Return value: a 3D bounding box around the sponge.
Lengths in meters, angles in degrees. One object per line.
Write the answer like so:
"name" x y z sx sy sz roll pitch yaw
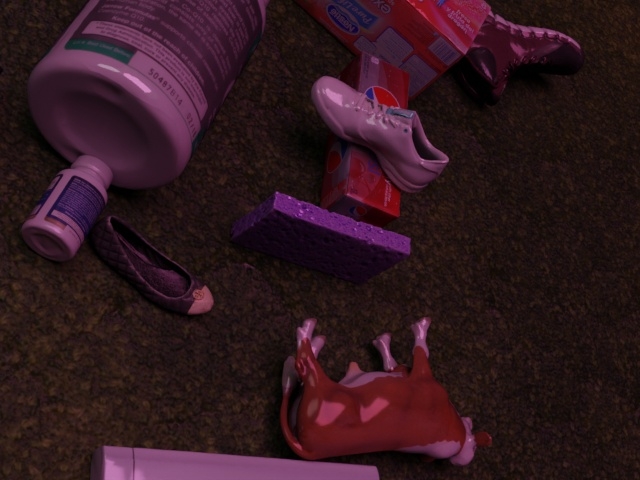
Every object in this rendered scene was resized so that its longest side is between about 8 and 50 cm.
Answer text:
"sponge" 0.000 0.000 1.218 0.210 0.117 0.031 19 59 -26

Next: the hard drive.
"hard drive" -0.083 0.359 1.029 0.353 0.047 0.233 12 61 -30

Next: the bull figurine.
"bull figurine" 0.084 0.201 1.189 0.310 0.101 0.188 5 61 -35

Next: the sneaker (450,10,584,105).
"sneaker" 0.333 -0.295 1.617 0.281 0.106 0.162 13 65 -17

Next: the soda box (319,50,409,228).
"soda box" 0.066 -0.141 1.356 0.092 0.083 0.263 22 57 -23

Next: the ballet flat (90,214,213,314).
"ballet flat" -0.200 0.034 1.109 0.173 0.049 0.057 36 53 -14

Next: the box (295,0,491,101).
"box" 0.097 -0.387 1.458 0.300 0.154 0.142 39 51 -10

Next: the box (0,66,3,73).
"box" -0.432 -0.204 0.976 0.093 0.156 0.158 -45 107 -1

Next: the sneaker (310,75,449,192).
"sneaker" 0.087 -0.161 1.264 0.212 0.094 0.080 39 53 -11

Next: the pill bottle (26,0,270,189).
"pill bottle" -0.191 -0.255 1.160 0.204 0.204 0.361 35 53 -15

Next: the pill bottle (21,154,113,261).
"pill bottle" -0.289 -0.040 1.074 0.067 0.067 0.120 34 53 -16
